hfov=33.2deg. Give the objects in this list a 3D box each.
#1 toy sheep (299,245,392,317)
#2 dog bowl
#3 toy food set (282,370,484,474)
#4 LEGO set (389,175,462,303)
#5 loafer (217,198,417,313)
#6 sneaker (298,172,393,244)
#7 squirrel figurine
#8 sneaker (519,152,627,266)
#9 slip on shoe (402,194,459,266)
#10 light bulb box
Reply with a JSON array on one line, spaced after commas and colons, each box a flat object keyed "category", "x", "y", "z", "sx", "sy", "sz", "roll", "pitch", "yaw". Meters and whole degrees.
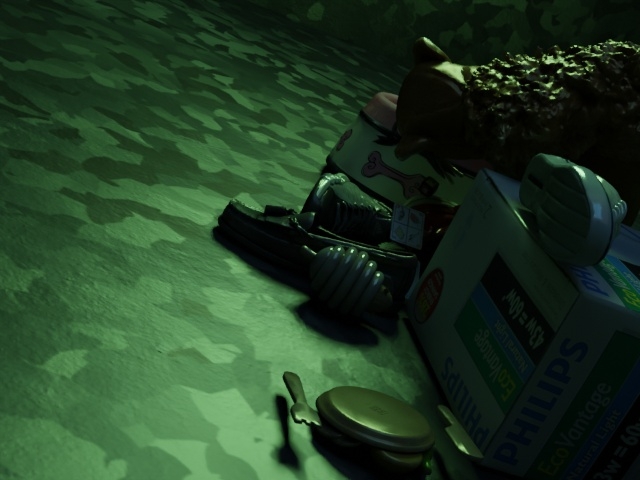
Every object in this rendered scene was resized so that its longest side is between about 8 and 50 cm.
[{"category": "toy sheep", "x": 0.030, "y": 0.047, "z": 1.313, "sx": 0.132, "sy": 0.091, "sz": 0.091, "roll": 29, "pitch": 18, "yaw": 0}, {"category": "dog bowl", "x": 0.222, "y": -0.123, "z": 1.865, "sx": 0.407, "sy": 0.150, "sz": 0.408, "roll": 22, "pitch": 13, "yaw": -5}, {"category": "toy food set", "x": 0.052, "y": 0.185, "z": 1.053, "sx": 0.192, "sy": 0.039, "sz": 0.132, "roll": 15, "pitch": 13, "yaw": -14}, {"category": "LEGO set", "x": 0.188, "y": 0.004, "z": 1.518, "sx": 0.182, "sy": 0.060, "sz": 0.244, "roll": 19, "pitch": 45, "yaw": -9}, {"category": "loafer", "x": 0.000, "y": 0.000, "z": 1.397, "sx": 0.267, "sy": 0.084, "sz": 0.096, "roll": 26, "pitch": 18, "yaw": 3}, {"category": "sneaker", "x": 0.051, "y": -0.037, "z": 1.572, "sx": 0.132, "sy": 0.086, "sz": 0.228, "roll": 30, "pitch": 18, "yaw": 6}, {"category": "squirrel figurine", "x": 0.291, "y": -0.185, "z": 1.510, "sx": 0.370, "sy": 0.281, "sz": 0.397, "roll": 14, "pitch": -4, "yaw": 6}, {"category": "sneaker", "x": 0.281, "y": -0.035, "z": 1.133, "sx": 0.091, "sy": 0.094, "sz": 0.258, "roll": 18, "pitch": 19, "yaw": -5}, {"category": "slip on shoe", "x": 0.270, "y": 0.031, "z": 1.646, "sx": 0.331, "sy": 0.123, "sz": 0.101, "roll": 19, "pitch": 41, "yaw": -17}, {"category": "light bulb box", "x": 0.337, "y": 0.126, "z": 1.269, "sx": 0.361, "sy": 0.225, "sz": 0.358, "roll": 20, "pitch": 20, "yaw": -18}]
